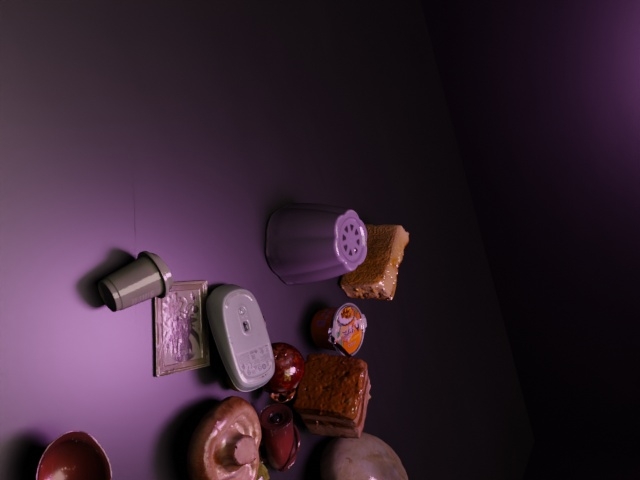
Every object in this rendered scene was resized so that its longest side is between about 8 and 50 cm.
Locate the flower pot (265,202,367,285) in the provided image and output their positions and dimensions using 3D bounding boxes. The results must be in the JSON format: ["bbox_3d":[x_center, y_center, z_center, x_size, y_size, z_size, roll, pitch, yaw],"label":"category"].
[{"bbox_3d":[0.000,0.000,1.727,0.265,0.243,0.265,12,75,-51],"label":"flower pot"}]

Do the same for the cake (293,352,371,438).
[{"bbox_3d":[0.053,0.503,1.739,0.293,0.198,0.196,74,21,-47],"label":"cake"}]

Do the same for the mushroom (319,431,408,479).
[{"bbox_3d":[0.138,0.795,1.820,0.352,0.260,0.352,37,33,-30],"label":"mushroom"}]

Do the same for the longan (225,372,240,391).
[{"bbox_3d":[-0.227,0.374,1.545,0.075,0.075,0.083,29,23,-48],"label":"longan"}]

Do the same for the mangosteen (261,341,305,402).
[{"bbox_3d":[-0.128,0.385,1.630,0.145,0.181,0.156,24,40,-2],"label":"mangosteen"}]

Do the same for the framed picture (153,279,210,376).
[{"bbox_3d":[-0.353,0.219,1.431,0.173,0.010,0.232,-1,88,-53],"label":"framed picture"}]

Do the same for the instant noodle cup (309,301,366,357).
[{"bbox_3d":[0.046,0.294,1.850,0.208,0.125,0.178,13,76,-51],"label":"instant noodle cup"}]

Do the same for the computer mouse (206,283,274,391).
[{"bbox_3d":[-0.224,0.259,1.510,0.159,0.097,0.289,-12,85,-53],"label":"computer mouse"}]

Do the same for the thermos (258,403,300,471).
[{"bbox_3d":[-0.122,0.586,1.614,0.124,0.099,0.232,-12,123,-15],"label":"thermos"}]

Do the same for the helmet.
[{"bbox_3d":[-0.516,0.469,1.118,0.155,0.106,0.175,-24,100,-54],"label":"helmet"}]

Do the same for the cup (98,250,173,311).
[{"bbox_3d":[-0.423,0.100,1.277,0.141,0.120,0.120,-33,113,-37],"label":"cup"}]

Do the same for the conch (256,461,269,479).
[{"bbox_3d":[-0.183,0.672,1.582,0.089,0.074,0.121,20,49,-65],"label":"conch"}]

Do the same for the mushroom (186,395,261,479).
[{"bbox_3d":[-0.240,0.543,1.443,0.278,0.146,0.278,17,71,-61],"label":"mushroom"}]

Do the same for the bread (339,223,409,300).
[{"bbox_3d":[0.199,0.075,2.027,0.114,0.184,0.275,51,49,-45],"label":"bread"}]
